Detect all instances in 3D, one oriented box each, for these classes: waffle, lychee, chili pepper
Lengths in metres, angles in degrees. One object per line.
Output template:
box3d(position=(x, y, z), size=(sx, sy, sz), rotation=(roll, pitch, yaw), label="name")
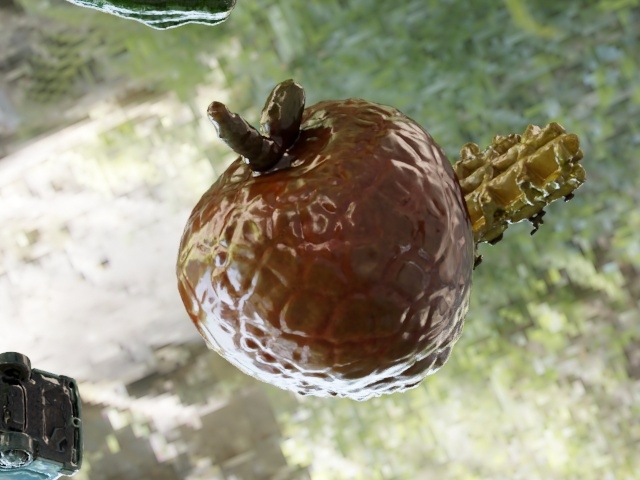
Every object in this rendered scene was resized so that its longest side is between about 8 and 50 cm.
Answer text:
box3d(position=(0.116, 0.007, 1.718), size=(0.069, 0.293, 0.259), rotation=(50, 159, -16), label="waffle")
box3d(position=(0.000, 0.000, 1.458), size=(0.300, 0.255, 0.255), rotation=(50, -163, -15), label="lychee")
box3d(position=(-0.181, -0.251, 1.741), size=(0.100, 0.256, 0.074), rotation=(-105, 29, -60), label="chili pepper")

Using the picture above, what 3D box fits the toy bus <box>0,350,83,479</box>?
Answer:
box3d(position=(-0.411, 0.199, 1.995), size=(0.271, 0.165, 0.133), rotation=(21, -135, -35), label="toy bus")
